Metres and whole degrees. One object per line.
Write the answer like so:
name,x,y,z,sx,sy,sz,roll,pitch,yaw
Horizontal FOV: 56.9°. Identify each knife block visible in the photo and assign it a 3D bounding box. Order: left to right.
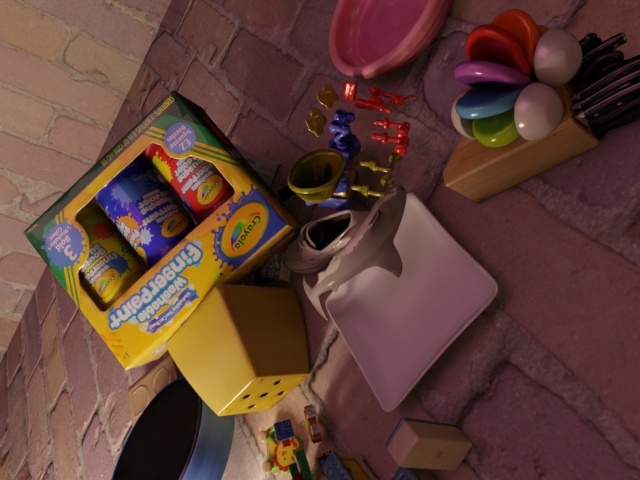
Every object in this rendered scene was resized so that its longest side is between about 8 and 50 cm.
knife block,0.333,-0.157,0.842,0.242,0.088,0.275,38,104,53

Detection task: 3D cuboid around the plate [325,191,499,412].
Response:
plate,0.145,0.099,0.996,0.277,0.045,0.278,-54,39,19

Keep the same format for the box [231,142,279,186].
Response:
box,-0.271,-0.136,1.451,0.127,0.262,0.230,25,94,54

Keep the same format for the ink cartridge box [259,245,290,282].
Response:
ink cartridge box,-0.095,0.032,1.314,0.029,0.063,0.114,-14,63,49

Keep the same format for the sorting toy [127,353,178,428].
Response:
sorting toy,-0.398,0.411,1.547,0.307,0.041,0.229,-40,48,25

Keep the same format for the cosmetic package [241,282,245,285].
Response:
cosmetic package,-0.286,0.121,1.472,0.231,0.117,0.085,-33,50,37

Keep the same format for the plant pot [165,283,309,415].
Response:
plant pot,-0.145,0.229,1.186,0.212,0.212,0.187,-47,56,28

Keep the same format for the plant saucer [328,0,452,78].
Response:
plant saucer,0.153,-0.483,1.227,0.332,0.084,0.331,-27,53,43

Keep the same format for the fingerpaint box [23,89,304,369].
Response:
fingerpaint box,-0.326,-0.019,1.240,0.445,0.163,0.371,-41,81,7

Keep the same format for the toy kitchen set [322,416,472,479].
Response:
toy kitchen set,0.089,0.327,0.894,0.207,0.122,0.166,-61,37,11

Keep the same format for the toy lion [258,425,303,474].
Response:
toy lion,-0.073,0.402,1.144,0.096,0.034,0.100,-38,46,26

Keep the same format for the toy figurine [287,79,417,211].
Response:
toy figurine,0.058,-0.121,1.125,0.362,0.192,0.217,-72,-10,-45

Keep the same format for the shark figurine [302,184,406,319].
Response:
shark figurine,0.073,0.040,1.002,0.278,0.116,0.166,-50,6,12

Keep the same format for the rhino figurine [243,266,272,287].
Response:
rhino figurine,-0.182,0.142,1.346,0.073,0.106,0.243,37,104,23

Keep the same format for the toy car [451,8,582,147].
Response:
toy car,0.243,-0.221,0.796,0.159,0.136,0.181,19,88,53

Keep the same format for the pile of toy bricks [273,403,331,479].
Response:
pile of toy bricks,-0.028,0.411,1.039,0.105,0.118,0.212,96,158,-60

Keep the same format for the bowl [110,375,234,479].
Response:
bowl,-0.337,0.478,1.289,0.391,0.077,0.391,-37,33,29

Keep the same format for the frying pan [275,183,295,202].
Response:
frying pan,-0.141,-0.095,1.369,0.326,0.197,0.053,-58,-3,11

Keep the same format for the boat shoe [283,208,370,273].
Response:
boat shoe,0.000,0.000,1.188,0.268,0.088,0.096,-18,61,47
